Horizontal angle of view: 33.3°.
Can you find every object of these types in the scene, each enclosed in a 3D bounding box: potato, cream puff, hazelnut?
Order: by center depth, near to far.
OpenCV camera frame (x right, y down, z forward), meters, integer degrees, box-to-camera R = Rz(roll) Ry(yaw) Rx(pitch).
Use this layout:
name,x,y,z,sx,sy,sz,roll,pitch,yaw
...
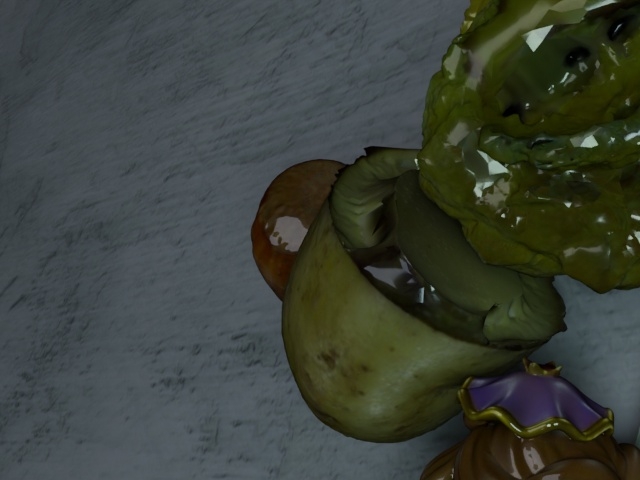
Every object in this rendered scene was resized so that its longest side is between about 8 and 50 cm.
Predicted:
name,x,y,z,sx,sy,sz,roll,pitch,yaw
cream puff,0.205,-0.089,0.794,0.282,0.185,0.282,0,92,11
potato,0.065,0.061,0.913,0.242,0.242,0.285,-44,24,21
hazelnut,0.000,0.000,1.111,0.150,0.150,0.150,-28,48,36

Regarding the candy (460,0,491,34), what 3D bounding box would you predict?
name,x,y,z,sx,sy,sz,roll,pitch,yaw
candy,0.262,-0.223,0.966,0.297,0.081,0.187,15,79,40

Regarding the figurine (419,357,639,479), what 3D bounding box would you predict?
name,x,y,z,sx,sy,sz,roll,pitch,yaw
figurine,0.135,0.214,0.762,0.189,0.142,0.263,27,105,33

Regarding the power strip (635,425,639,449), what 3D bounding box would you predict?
name,x,y,z,sx,sy,sz,roll,pitch,yaw
power strip,0.280,0.107,0.778,0.081,0.035,0.192,0,67,51
